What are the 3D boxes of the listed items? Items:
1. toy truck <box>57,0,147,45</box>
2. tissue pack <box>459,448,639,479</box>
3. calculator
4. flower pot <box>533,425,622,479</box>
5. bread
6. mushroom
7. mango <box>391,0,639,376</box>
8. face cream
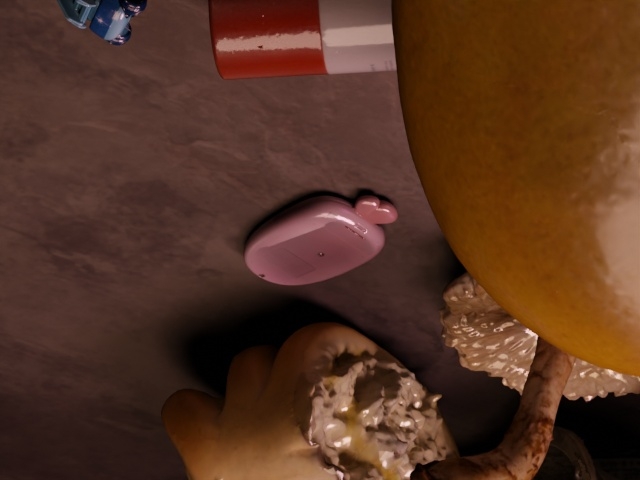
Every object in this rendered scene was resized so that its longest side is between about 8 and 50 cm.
[{"bbox_3d":[-0.177,-0.200,1.388,0.090,0.073,0.056,26,139,-10],"label":"toy truck"},{"bbox_3d":[0.224,0.349,2.057,0.316,0.103,0.228,-2,121,4],"label":"tissue pack"},{"bbox_3d":[0.000,0.000,1.690,0.166,0.024,0.103,-27,135,34],"label":"calculator"},{"bbox_3d":[0.291,0.360,1.866,0.259,0.290,0.290,22,139,-21],"label":"flower pot"},{"bbox_3d":[0.000,0.216,1.848,0.270,0.211,0.316,-20,132,38],"label":"bread"},{"bbox_3d":[0.202,0.143,1.681,0.233,0.301,0.208,27,172,-12],"label":"mushroom"},{"bbox_3d":[0.195,-0.127,1.213,0.300,0.232,0.445,-1,103,25],"label":"mango"},{"bbox_3d":[0.026,-0.177,1.386,0.214,0.095,0.096,-3,144,6],"label":"face cream"}]
